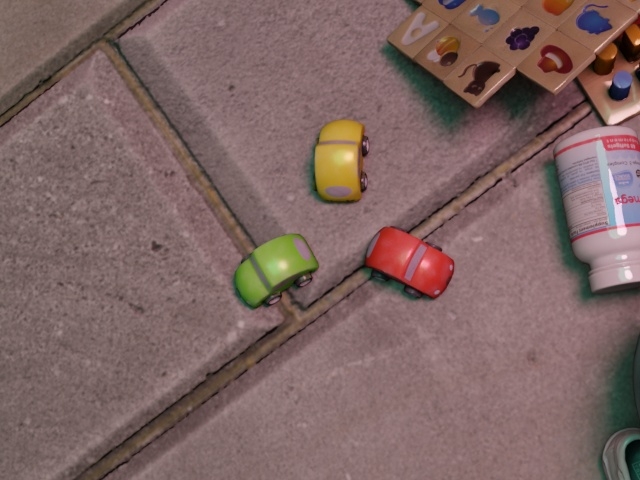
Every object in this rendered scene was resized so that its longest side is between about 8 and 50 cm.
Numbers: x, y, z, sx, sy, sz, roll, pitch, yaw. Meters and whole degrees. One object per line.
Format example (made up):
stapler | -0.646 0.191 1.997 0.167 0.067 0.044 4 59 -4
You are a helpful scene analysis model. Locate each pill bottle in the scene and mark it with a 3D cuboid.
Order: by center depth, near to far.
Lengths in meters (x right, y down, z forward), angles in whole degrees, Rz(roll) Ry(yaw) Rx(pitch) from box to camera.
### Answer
pill bottle | 0.296 -0.030 0.949 0.087 0.087 0.160 -11 77 10

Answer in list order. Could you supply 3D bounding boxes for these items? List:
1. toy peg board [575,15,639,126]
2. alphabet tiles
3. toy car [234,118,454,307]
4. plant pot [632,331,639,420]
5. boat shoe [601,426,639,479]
toy peg board | 0.341 -0.233 0.985 0.161 0.079 0.160 -28 74 6
alphabet tiles | 0.241 -0.297 0.994 0.342 0.011 0.285 -43 48 1
toy car | 0.000 0.000 1.026 0.225 0.053 0.239 -32 74 4
plant pot | 0.400 0.138 0.716 0.293 0.196 0.293 3 99 16
boat shoe | 0.349 0.299 0.871 0.095 0.084 0.258 -34 73 4
